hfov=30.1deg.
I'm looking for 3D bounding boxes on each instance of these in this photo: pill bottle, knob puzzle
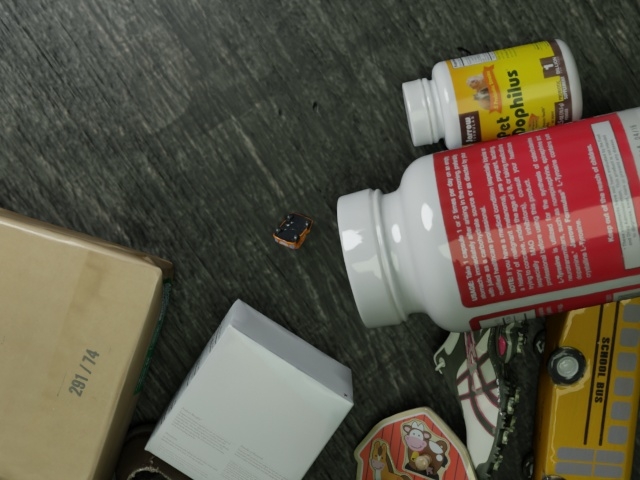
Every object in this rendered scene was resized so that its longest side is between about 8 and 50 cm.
[{"bbox_3d":[0.217,-0.181,1.516,0.215,0.117,0.117,-11,101,3],"label":"pill bottle"},{"bbox_3d":[0.238,-0.014,1.472,0.407,0.229,0.229,-12,101,9],"label":"pill bottle"},{"bbox_3d":[0.127,0.319,1.616,0.213,0.030,0.213,6,102,30],"label":"knob puzzle"}]

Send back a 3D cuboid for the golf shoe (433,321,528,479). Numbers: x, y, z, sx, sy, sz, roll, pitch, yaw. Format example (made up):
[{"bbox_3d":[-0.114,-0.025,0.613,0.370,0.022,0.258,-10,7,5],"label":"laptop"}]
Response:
[{"bbox_3d":[0.213,0.189,1.612,0.120,0.105,0.273,7,95,15],"label":"golf shoe"}]

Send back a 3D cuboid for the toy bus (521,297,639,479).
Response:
[{"bbox_3d":[0.354,0.218,1.601,0.130,0.108,0.333,3,101,-2],"label":"toy bus"}]

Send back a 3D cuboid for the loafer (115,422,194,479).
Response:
[{"bbox_3d":[-0.169,0.426,1.633,0.134,0.130,0.366,-38,99,7],"label":"loafer"}]

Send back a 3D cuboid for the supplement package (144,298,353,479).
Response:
[{"bbox_3d":[-0.090,0.224,1.583,0.194,0.149,0.203,33,100,-6],"label":"supplement package"}]

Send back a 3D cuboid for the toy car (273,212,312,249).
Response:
[{"bbox_3d":[0.000,0.000,1.588,0.122,0.060,0.041,10,133,5],"label":"toy car"}]

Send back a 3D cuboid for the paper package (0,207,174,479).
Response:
[{"bbox_3d":[-0.378,0.141,1.536,0.309,0.168,0.325,17,90,-3],"label":"paper package"}]
